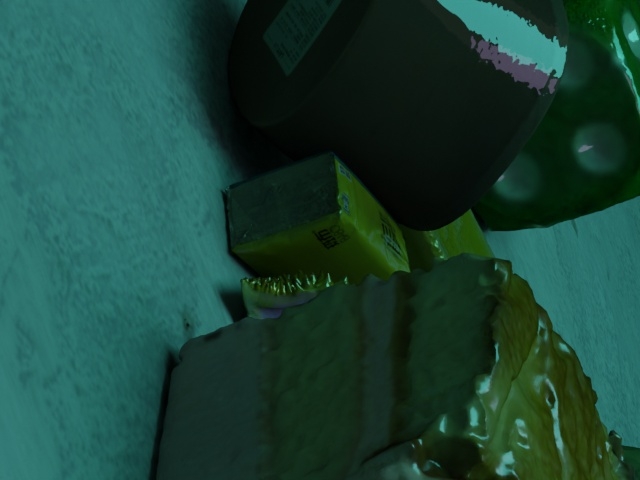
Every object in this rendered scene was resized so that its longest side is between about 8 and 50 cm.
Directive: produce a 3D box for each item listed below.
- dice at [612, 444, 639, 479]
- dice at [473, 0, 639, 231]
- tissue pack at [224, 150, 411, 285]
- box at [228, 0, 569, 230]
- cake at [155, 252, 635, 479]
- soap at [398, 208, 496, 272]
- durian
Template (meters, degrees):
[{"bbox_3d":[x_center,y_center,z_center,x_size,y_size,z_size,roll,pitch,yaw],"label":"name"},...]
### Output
[{"bbox_3d":[0.238,0.406,1.732,0.322,0.330,0.318,54,21,-39],"label":"dice"},{"bbox_3d":[0.323,-0.192,2.526,0.300,0.297,0.287,69,23,-9],"label":"dice"},{"bbox_3d":[0.000,0.000,1.745,0.169,0.120,0.082,45,32,-53],"label":"tissue pack"},{"bbox_3d":[0.066,-0.185,1.798,0.216,0.301,0.301,26,45,-33],"label":"box"},{"bbox_3d":[0.056,0.210,1.448,0.314,0.306,0.293,58,27,-35],"label":"cake"},{"bbox_3d":[0.110,-0.017,2.106,0.315,0.091,0.199,62,23,-25],"label":"soap"},{"bbox_3d":[-0.005,0.113,1.689,0.132,0.165,0.182,-28,74,-31],"label":"durian"}]
